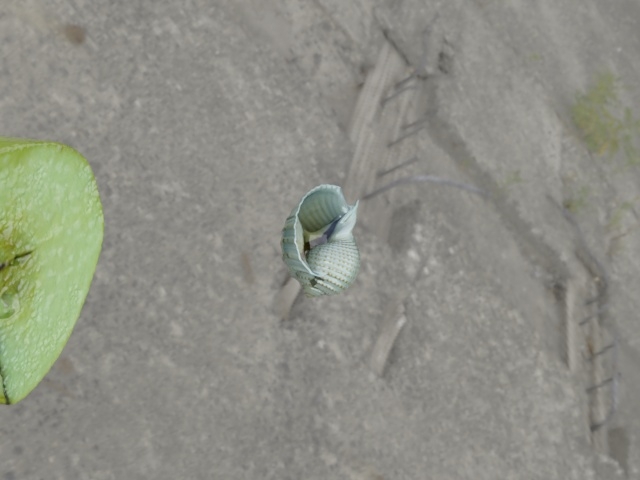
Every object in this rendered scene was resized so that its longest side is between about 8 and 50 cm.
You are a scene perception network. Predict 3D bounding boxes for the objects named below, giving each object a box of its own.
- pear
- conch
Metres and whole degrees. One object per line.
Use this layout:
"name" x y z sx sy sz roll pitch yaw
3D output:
"pear" -0.350 -0.003 0.962 0.292 0.159 0.292 10 90 -71
"conch" -0.003 0.002 0.711 0.076 0.056 0.085 31 53 -34
